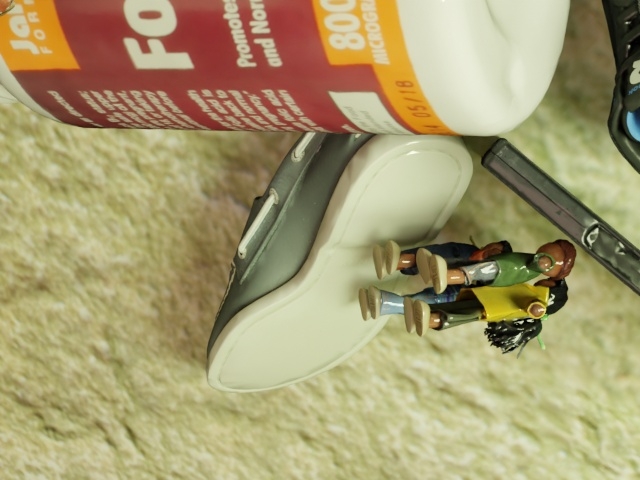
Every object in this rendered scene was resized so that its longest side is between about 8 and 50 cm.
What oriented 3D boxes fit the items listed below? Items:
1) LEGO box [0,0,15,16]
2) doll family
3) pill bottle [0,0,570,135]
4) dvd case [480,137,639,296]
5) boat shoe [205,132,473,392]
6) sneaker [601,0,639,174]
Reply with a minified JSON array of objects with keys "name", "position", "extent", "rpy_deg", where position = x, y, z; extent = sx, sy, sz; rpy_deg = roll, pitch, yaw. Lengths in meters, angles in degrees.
[{"name":"LEGO box","position":[-0.362,-0.346,0.587],"extent":[0.193,0.372,0.500],"rpy_deg":[-17,75,25]},{"name":"doll family","position":[0.099,0.030,0.824],"extent":[0.111,0.193,0.076],"rpy_deg":[-6,99,-17]},{"name":"pill bottle","position":[-0.070,-0.175,0.752],"extent":[0.392,0.224,0.224],"rpy_deg":[3,117,26]},{"name":"dvd case","position":[0.196,0.026,0.758],"extent":[0.253,0.180,0.022],"rpy_deg":[41,99,3]},{"name":"boat shoe","position":[0.000,0.000,0.914],"extent":[0.319,0.116,0.099],"rpy_deg":[-55,41,44]},{"name":"sneaker","position":[0.188,-0.126,0.706],"extent":[0.079,0.121,0.217],"rpy_deg":[-13,109,32]}]
